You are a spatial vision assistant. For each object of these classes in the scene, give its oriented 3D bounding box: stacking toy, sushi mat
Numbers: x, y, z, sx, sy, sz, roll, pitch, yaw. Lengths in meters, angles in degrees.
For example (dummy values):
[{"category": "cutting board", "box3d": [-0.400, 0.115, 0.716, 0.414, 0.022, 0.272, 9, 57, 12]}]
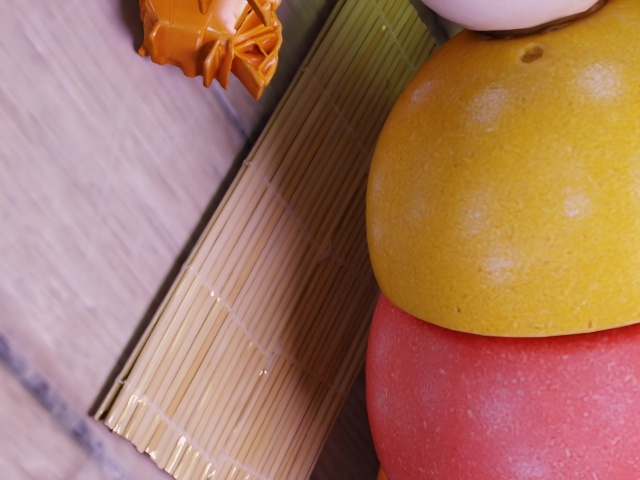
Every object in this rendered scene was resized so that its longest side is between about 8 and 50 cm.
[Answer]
[{"category": "stacking toy", "box3d": [0.130, 0.008, 0.528, 0.350, 0.351, 0.479, -42, 123, -37]}, {"category": "sushi mat", "box3d": [0.000, 0.000, 0.628, 0.151, 0.019, 0.316, 48, 61, -41]}]

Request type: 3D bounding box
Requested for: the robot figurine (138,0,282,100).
[{"category": "robot figurine", "box3d": [0.001, -0.217, 0.493, 0.085, 0.211, 0.291, 26, 81, -1]}]
